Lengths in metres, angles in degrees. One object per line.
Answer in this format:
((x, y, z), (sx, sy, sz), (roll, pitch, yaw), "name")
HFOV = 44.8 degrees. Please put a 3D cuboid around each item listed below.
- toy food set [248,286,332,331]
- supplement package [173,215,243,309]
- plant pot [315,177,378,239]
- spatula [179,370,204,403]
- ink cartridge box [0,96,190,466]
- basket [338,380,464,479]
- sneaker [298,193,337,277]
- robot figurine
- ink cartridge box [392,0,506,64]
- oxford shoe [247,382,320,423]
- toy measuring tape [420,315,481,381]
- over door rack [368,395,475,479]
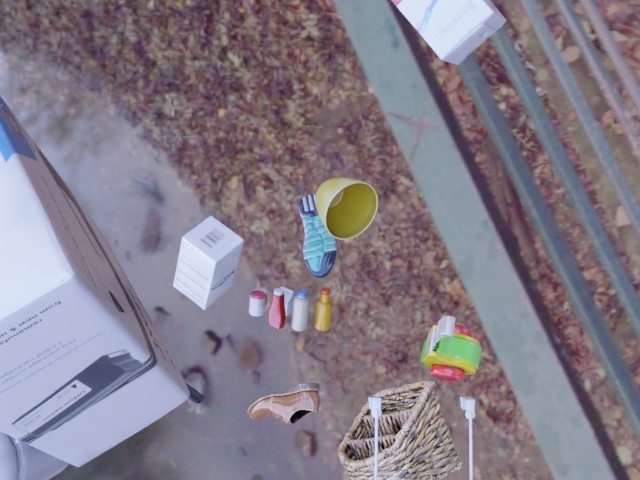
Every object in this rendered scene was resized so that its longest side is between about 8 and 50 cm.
((-0.087, 0.144, 1.892), (0.232, 0.111, 0.104), (20, 115, 34), "toy food set")
((-0.263, 0.054, 1.814), (0.105, 0.105, 0.179), (35, 138, 13), "supplement package")
((0.042, -0.082, 1.663), (0.095, 0.134, 0.134), (40, 122, 47), "plant pot")
((-0.356, 0.357, 1.926), (0.084, 0.296, 0.030), (-34, 60, 0), "spatula")
((-0.309, 0.044, 0.812), (0.285, 0.166, 0.395), (56, 170, 24), "ink cartridge box")
((0.162, 0.491, 1.905), (0.299, 0.213, 0.223), (-31, 77, 60), "basket")
((0.000, 0.000, 1.901), (0.083, 0.098, 0.224), (-9, 62, 5), "sneaker")
((-0.614, 0.399, 1.494), (0.300, 0.353, 0.200), (-44, 82, 17), "robot figurine")
((0.237, -0.437, 1.452), (0.127, 0.128, 0.176), (-42, 79, 24), "ink cartridge box")
((-0.088, 0.384, 1.762), (0.212, 0.076, 0.076), (-25, 60, 36), "oxford shoe")
((0.268, 0.209, 1.518), (0.121, 0.121, 0.330), (56, 170, 16), "toy measuring tape")
((0.226, 0.487, 1.666), (0.108, 0.239, 0.324), (107, 165, -67), "over door rack")
